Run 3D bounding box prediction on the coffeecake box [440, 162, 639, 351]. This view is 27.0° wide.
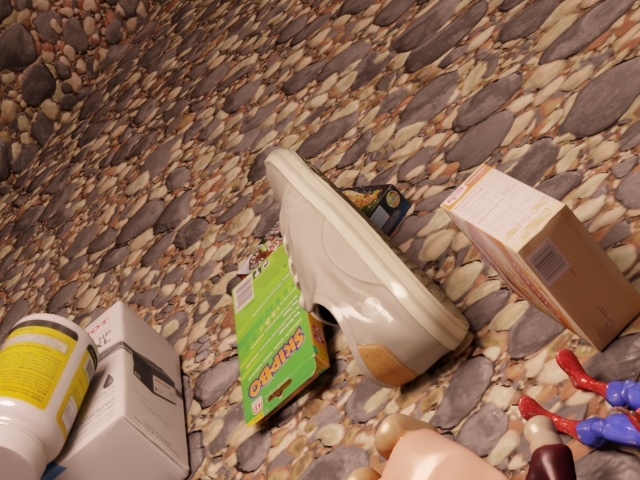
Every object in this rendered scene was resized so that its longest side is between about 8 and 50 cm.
[{"bbox_3d":[0.216,0.012,1.316,0.068,0.142,0.185,-44,23,-2],"label":"coffeecake box"}]

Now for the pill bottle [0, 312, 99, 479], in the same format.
[{"bbox_3d":[-0.355,0.199,1.619,0.119,0.119,0.208,-28,29,32],"label":"pill bottle"}]

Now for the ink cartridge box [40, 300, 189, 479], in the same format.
[{"bbox_3d":[-0.301,0.250,1.758,0.223,0.129,0.307,-40,24,10],"label":"ink cartridge box"}]

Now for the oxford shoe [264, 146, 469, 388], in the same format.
[{"bbox_3d":[0.017,0.021,1.557,0.130,0.169,0.449,-48,36,7],"label":"oxford shoe"}]

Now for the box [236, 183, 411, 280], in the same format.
[{"bbox_3d":[0.000,0.000,1.806,0.233,0.044,0.159,-3,46,56],"label":"box"}]

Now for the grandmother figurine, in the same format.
[{"bbox_3d":[0.145,0.242,1.112,0.208,0.104,0.342,-64,28,0],"label":"grandmother figurine"}]

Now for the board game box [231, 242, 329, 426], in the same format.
[{"bbox_3d":[-0.052,0.113,1.655,0.124,0.039,0.259,-42,29,22],"label":"board game box"}]

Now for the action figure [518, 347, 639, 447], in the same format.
[{"bbox_3d":[0.252,0.126,1.084,0.091,0.139,0.280,-50,27,-14],"label":"action figure"}]
